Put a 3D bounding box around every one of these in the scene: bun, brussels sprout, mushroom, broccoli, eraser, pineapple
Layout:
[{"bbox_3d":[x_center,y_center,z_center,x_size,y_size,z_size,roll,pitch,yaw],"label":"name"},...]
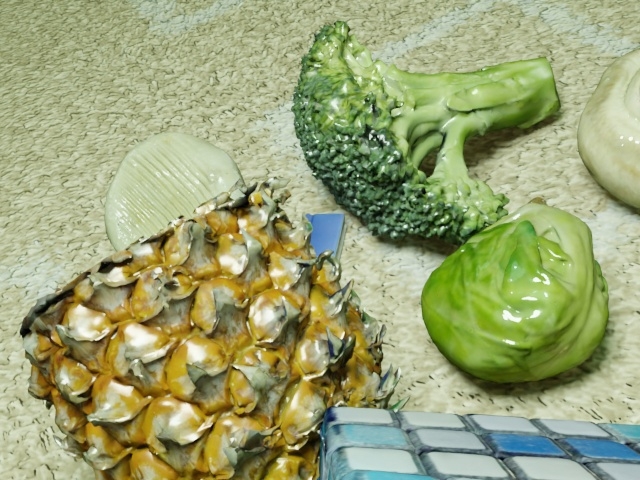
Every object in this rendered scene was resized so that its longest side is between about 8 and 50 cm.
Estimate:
[{"bbox_3d":[-0.205,-0.043,1.064,0.231,0.133,0.231,-4,73,12],"label":"bun"},{"bbox_3d":[0.221,0.065,0.831,0.223,0.161,0.223,-24,26,12],"label":"brussels sprout"},{"bbox_3d":[0.456,-0.168,0.917,0.254,0.234,0.260,-27,47,-4],"label":"mushroom"},{"bbox_3d":[0.135,-0.195,1.049,0.353,0.275,0.397,40,66,-3],"label":"broccoli"},{"bbox_3d":[0.000,0.000,1.037,0.063,0.027,0.085,0,49,18],"label":"eraser"},{"bbox_3d":[-0.095,0.131,0.715,0.352,0.352,0.300,-38,87,-19],"label":"pineapple"}]

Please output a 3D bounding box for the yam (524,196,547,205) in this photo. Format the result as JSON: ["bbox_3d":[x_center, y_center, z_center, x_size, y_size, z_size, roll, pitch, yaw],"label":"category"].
[{"bbox_3d":[0.251,-0.008,0.969,0.145,0.032,0.032,-40,50,-19],"label":"yam"}]

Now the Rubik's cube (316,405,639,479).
[{"bbox_3d":[0.135,0.281,0.448,0.293,0.292,0.287,4,92,-5],"label":"Rubik's cube"}]
